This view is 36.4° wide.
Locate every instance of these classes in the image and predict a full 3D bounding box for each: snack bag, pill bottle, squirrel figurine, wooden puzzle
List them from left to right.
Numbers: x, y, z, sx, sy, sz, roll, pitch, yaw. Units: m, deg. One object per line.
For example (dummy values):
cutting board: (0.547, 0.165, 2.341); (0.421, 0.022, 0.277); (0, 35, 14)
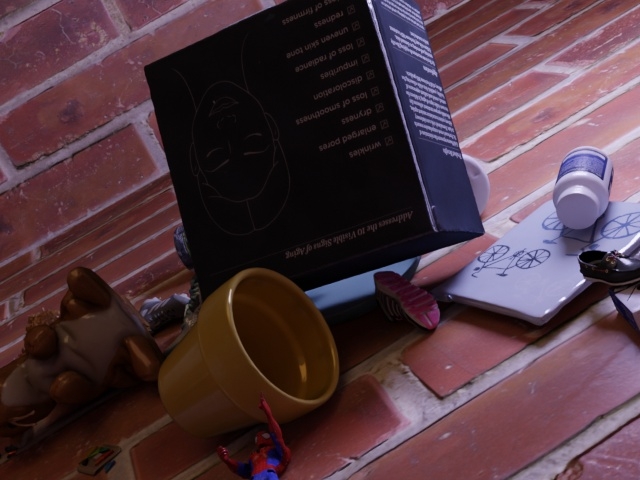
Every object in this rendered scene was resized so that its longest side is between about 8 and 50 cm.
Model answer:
squirrel figurine: (-0.551, 0.268, 2.083); (0.370, 0.281, 0.397); (-40, 6, -3)
wooden puzzle: (-0.417, 0.408, 1.824); (0.116, 0.014, 0.078); (-9, 27, 42)
pill bottle: (-0.240, -0.018, 2.480); (0.245, 0.130, 0.130); (-22, 20, 16)
pill bottle: (0.238, -0.131, 2.077); (0.160, 0.160, 0.283); (-29, 19, -4)
snack bag: (0.394, 0.031, 1.651); (0.342, 0.037, 0.323); (-35, 20, -20)
pill bottle: (0.451, -0.088, 1.678); (0.094, 0.094, 0.169); (-17, 21, 29)

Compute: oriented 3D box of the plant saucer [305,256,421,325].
plant saucer: (0.067, 0.081, 1.953); (0.317, 0.044, 0.317); (-25, 19, 9)

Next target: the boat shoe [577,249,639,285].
boat shoe: (0.432, 0.038, 1.442); (0.049, 0.042, 0.133); (-31, 15, -22)

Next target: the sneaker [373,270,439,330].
sneaker: (0.151, 0.120, 1.724); (0.063, 0.075, 0.170); (-19, 36, -28)

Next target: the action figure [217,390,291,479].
action figure: (-0.097, 0.332, 1.414); (0.091, 0.139, 0.280); (-25, 17, 5)

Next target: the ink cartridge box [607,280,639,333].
ink cartridge box: (0.527, 0.056, 1.390); (0.207, 0.046, 0.097); (-27, 19, 5)

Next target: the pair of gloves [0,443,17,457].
pair of gloves: (-0.677, 0.450, 2.070); (0.083, 0.010, 0.074); (-27, 19, 0)

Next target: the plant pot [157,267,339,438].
plant pot: (-0.137, 0.210, 1.637); (0.239, 0.254, 0.254); (-35, 14, 31)

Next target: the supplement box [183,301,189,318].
supplement box: (-0.252, 0.161, 2.155); (0.083, 0.056, 0.083); (-26, 19, 6)

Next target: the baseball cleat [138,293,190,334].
baseball cleat: (-0.365, 0.180, 2.270); (0.206, 0.072, 0.109); (-12, 39, 49)

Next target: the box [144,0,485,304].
box: (-0.013, -0.166, 1.803); (0.479, 0.472, 0.297); (-18, -10, 25)

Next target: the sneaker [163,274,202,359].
sneaker: (-0.242, 0.133, 2.053); (0.283, 0.122, 0.110); (-47, 9, -14)
